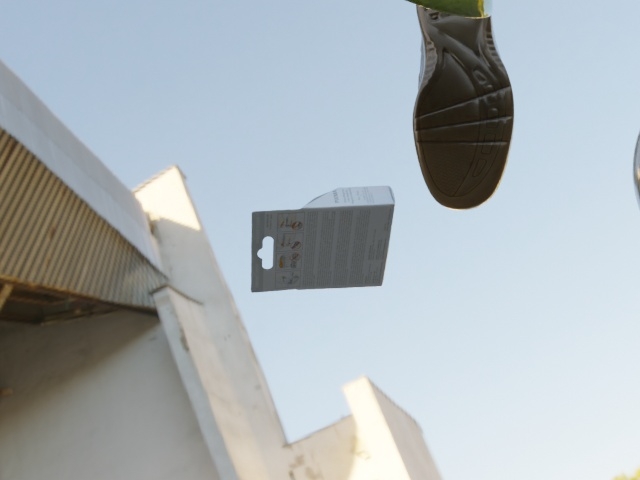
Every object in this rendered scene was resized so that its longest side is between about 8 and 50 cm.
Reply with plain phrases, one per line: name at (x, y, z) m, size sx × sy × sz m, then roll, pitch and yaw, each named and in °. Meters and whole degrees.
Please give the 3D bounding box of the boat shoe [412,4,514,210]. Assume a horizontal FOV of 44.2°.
boat shoe at (0.183, -0.192, 1.006) m, size 0.122 × 0.340 × 0.110 m, roll -2°, pitch -17°, yaw 13°

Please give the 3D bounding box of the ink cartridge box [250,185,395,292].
ink cartridge box at (0.000, 0.000, 1.319) m, size 0.233 × 0.066 × 0.189 m, roll 0°, pitch -49°, yaw -6°

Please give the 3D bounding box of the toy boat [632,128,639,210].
toy boat at (0.311, -0.043, 0.320) m, size 0.318 × 0.148 × 0.267 m, roll 29°, pitch -80°, yaw -9°

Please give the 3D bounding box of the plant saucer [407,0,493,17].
plant saucer at (0.073, -0.297, 0.799) m, size 0.241 × 0.241 × 0.037 m, roll 1°, pitch -52°, yaw -35°
